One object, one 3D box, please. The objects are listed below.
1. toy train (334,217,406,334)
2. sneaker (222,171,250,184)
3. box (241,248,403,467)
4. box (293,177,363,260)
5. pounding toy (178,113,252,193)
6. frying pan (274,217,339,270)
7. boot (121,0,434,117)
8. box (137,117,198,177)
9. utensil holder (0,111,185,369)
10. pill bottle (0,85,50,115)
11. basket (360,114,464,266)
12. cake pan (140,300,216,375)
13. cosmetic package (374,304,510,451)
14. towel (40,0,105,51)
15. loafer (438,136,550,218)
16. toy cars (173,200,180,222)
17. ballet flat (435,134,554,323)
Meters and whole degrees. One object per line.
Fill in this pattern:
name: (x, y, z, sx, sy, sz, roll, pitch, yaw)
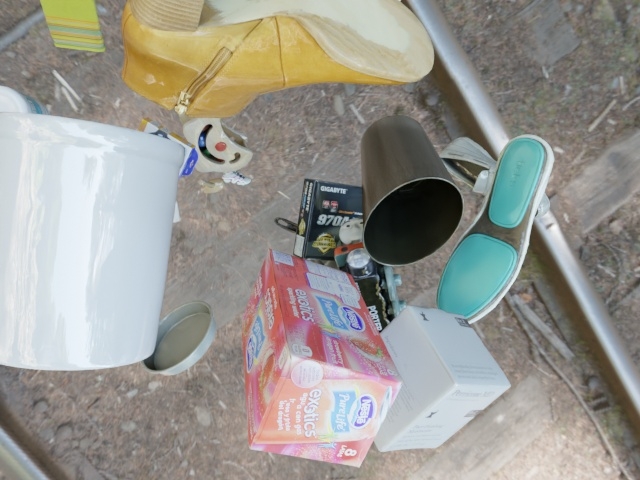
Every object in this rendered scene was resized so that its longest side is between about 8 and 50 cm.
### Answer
toy train: (0.104, 0.104, 1.136, 0.142, 0.190, 0.334, -14, 137, 8)
sneaker: (-0.286, -0.227, 1.834, 0.098, 0.038, 0.069, 3, 135, -9)
box: (-0.016, 0.149, 0.762, 0.153, 0.300, 0.142, 17, 109, -17)
box: (0.051, -0.042, 1.223, 0.220, 0.051, 0.175, 4, 99, -35)
pounding toy: (-0.253, -0.227, 1.370, 0.154, 0.155, 0.270, -17, 144, -8)
frying pan: (0.023, -0.018, 1.486, 0.197, 0.053, 0.326, -42, 66, 2)
boot: (-0.055, -0.190, 0.567, 0.294, 0.211, 0.104, 12, 70, -18)
box: (-0.332, -0.193, 1.151, 0.136, 0.028, 0.081, 31, 113, -1)
utensil holder: (-0.428, 0.001, 0.958, 0.327, 0.327, 0.386, 6, 92, -13)
pill bottle: (-0.881, -0.356, 1.561, 0.146, 0.264, 0.146, -1, 95, -9)
basket: (0.143, -0.104, 0.947, 0.154, 0.227, 0.204, 12, 133, -15)
cake pan: (-0.474, 0.334, 1.818, 0.293, 0.293, 0.054, -37, 124, -5)
cosmetic package: (0.167, 0.225, 0.872, 0.151, 0.152, 0.184, 14, 126, -39)
towel: (-0.488, -0.461, 1.043, 0.102, 0.237, 0.021, 3, 66, -12)
loafer: (0.445, -0.154, 1.406, 0.111, 0.319, 0.112, -33, 146, -24)
toy cars: (-0.589, -0.018, 1.579, 0.393, 0.087, 0.176, -41, 141, 11)
ballet flat: (0.362, -0.011, 1.077, 0.139, 0.139, 0.401, 19, 100, -14)
